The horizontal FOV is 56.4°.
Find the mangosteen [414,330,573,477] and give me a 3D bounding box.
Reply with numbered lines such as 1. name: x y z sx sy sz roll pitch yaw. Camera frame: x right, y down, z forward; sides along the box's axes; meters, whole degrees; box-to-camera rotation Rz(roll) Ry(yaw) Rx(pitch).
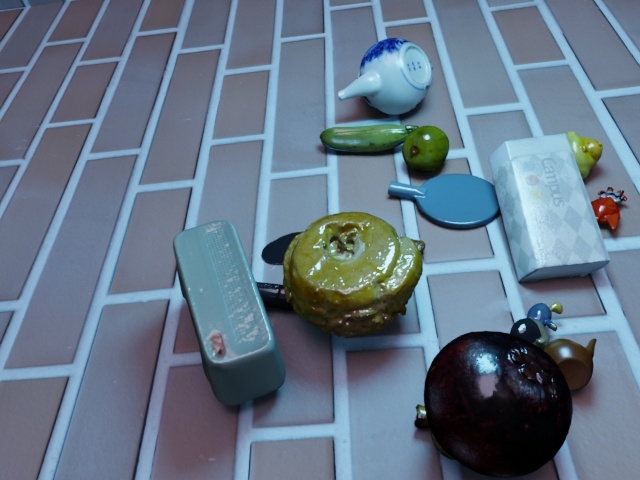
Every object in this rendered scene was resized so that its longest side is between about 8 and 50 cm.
1. mangosteen: 0.339 0.329 1.181 0.297 0.293 0.297 22 17 -7

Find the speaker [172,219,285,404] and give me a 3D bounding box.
1. speaker: -0.221 0.154 1.391 0.183 0.184 0.406 -17 54 -12

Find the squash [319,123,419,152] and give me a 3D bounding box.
1. squash: 0.164 -0.330 1.935 0.340 0.094 0.094 -1 47 14

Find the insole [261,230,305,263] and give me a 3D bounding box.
1. insole: 0.000 0.000 1.714 0.348 0.009 0.119 -17 48 -6

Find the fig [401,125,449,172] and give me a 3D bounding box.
1. fig: 0.338 -0.277 1.849 0.148 0.186 0.142 12 92 48

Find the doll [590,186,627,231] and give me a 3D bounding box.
1. doll: 0.777 -0.093 1.628 0.109 0.057 0.169 25 57 31

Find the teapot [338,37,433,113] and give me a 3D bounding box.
1. teapot: 0.232 -0.551 2.050 0.424 0.252 0.280 -27 8 -40

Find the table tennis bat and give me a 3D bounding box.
1. table tennis bat: 0.362 -0.127 1.748 0.329 0.044 0.215 11 51 16

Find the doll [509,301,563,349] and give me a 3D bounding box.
1. doll: 0.499 0.205 1.386 0.179 0.089 0.102 -29 7 -30

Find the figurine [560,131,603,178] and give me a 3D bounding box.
1. figurine: 0.695 -0.233 1.733 0.246 0.131 0.156 -10 81 -1

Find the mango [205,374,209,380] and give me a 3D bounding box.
1. mango: -0.242 0.299 1.440 0.080 0.060 0.114 -15 45 -3

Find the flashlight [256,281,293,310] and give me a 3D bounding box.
1. flashlight: -0.175 0.142 1.562 0.231 0.093 0.093 6 49 11

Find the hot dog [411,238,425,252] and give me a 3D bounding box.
1. hot dog: 0.245 0.017 1.635 0.083 0.035 0.058 12 51 20

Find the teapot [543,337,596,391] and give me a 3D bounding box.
1. teapot: 0.531 0.266 1.314 0.173 0.116 0.116 -31 44 18

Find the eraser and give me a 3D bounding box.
1. eraser: 0.591 -0.093 1.579 0.213 0.082 0.397 -7 62 5

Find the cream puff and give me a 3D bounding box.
1. cream puff: 0.077 0.091 1.461 0.342 0.231 0.327 -3 46 8
